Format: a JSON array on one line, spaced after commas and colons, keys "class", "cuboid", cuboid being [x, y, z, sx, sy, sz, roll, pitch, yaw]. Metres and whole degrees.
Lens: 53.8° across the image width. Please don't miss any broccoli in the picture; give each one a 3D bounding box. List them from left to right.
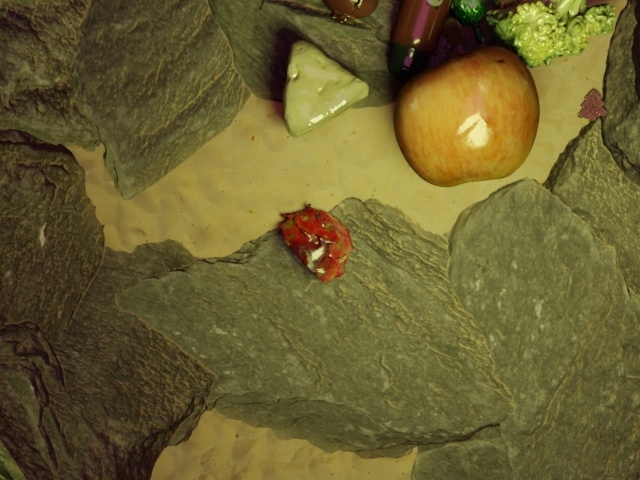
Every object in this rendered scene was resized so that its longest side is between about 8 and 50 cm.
[{"class": "broccoli", "cuboid": [0.597, -0.630, 1.645, 0.347, 0.281, 0.293, -20, 83, -36]}]

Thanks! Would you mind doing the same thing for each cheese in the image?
[{"class": "cheese", "cuboid": [-0.033, -0.421, 1.794, 0.251, 0.173, 0.248, 43, 91, -8]}]

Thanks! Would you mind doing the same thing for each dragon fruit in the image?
[{"class": "dragon fruit", "cuboid": [0.004, -0.001, 1.906, 0.161, 0.126, 0.274, -40, 99, 10]}]

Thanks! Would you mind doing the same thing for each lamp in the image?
[{"class": "lamp", "cuboid": [0.097, -0.722, 1.722, 0.180, 0.180, 0.258, 17, 104, -2]}]

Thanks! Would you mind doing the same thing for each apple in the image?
[{"class": "apple", "cuboid": [0.387, -0.319, 1.700, 0.391, 0.391, 0.347, -16, 100, 5]}]

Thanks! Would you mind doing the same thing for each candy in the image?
[{"class": "candy", "cuboid": [0.468, -0.565, 1.805, 0.097, 0.097, 0.324, -28, 109, 7]}]

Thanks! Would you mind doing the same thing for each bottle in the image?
[{"class": "bottle", "cuboid": [0.278, -0.621, 1.757, 0.143, 0.144, 0.336, 17, 103, -2]}]

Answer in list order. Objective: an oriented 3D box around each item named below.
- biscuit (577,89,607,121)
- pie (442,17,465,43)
[{"class": "biscuit", "cuboid": [0.797, -0.397, 1.853, 0.082, 0.016, 0.092, -6, 101, 8]}, {"class": "pie", "cuboid": [0.380, -0.597, 1.796, 0.021, 0.084, 0.084, -45, 98, -19]}]
